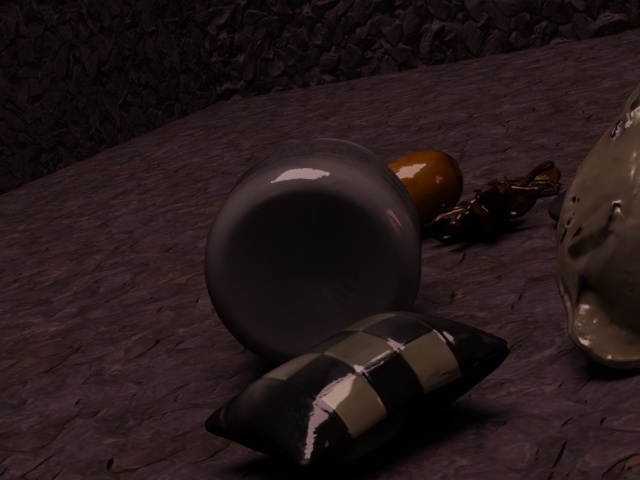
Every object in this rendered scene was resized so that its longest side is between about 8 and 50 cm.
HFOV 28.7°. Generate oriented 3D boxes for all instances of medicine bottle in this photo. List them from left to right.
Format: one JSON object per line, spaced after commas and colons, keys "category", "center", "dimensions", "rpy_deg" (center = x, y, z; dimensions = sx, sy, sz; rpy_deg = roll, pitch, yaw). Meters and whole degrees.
{"category": "medicine bottle", "center": [0.000, 0.000, 1.502], "dimensions": [0.245, 0.245, 0.306], "rpy_deg": [-12, 13, 8]}

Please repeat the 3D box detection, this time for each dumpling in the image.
{"category": "dumpling", "center": [0.368, -0.006, 1.274], "dimensions": [0.242, 0.318, 0.187], "rpy_deg": [16, -12, -1]}

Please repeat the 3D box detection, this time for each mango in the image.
{"category": "mango", "center": [0.115, -0.064, 1.911], "dimensions": [0.219, 0.112, 0.145], "rpy_deg": [-23, -11, -11]}

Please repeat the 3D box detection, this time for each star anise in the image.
{"category": "star anise", "center": [0.262, -0.058, 1.823], "dimensions": [0.234, 0.073, 0.177], "rpy_deg": [-31, 7, -3]}

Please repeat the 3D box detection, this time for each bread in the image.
{"category": "bread", "center": [0.357, -0.096, 1.989], "dimensions": [0.047, 0.036, 0.083], "rpy_deg": [-6, 17, 16]}

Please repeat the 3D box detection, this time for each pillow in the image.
{"category": "pillow", "center": [0.034, 0.142, 1.187], "dimensions": [0.250, 0.106, 0.186], "rpy_deg": [-26, 17, -28]}

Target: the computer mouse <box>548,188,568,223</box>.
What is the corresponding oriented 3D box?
{"category": "computer mouse", "center": [0.434, -0.073, 1.777], "dimensions": [0.232, 0.057, 0.120], "rpy_deg": [-18, 14, -19]}
